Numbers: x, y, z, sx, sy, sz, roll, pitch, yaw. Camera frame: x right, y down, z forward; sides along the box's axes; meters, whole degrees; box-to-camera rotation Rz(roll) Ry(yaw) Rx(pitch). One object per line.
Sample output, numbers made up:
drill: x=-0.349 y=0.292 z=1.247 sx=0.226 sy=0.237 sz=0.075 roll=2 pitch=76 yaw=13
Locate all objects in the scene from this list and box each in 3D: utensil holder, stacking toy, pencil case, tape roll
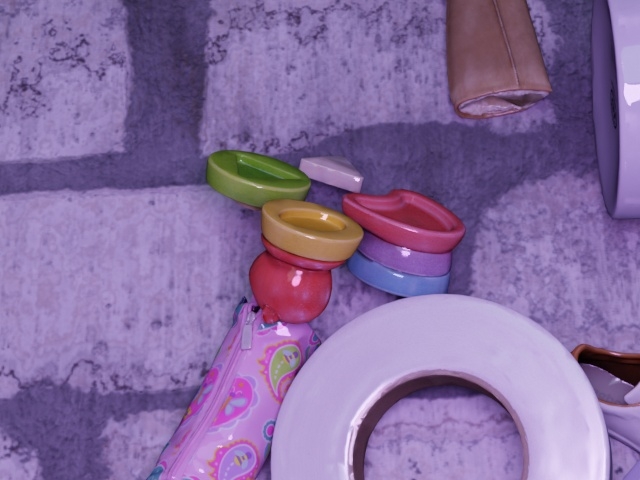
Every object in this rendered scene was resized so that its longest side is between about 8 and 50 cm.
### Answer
utensil holder: x=0.540 y=-0.184 z=1.896 sx=0.385 sy=0.327 sz=0.328 roll=-4 pitch=61 yaw=5
stacking toy: x=0.000 y=0.000 z=1.906 sx=0.309 sy=0.130 sz=0.279 roll=-1 pitch=24 yaw=-40
pencil case: x=-0.102 y=0.201 z=1.835 sx=0.124 sy=0.124 sz=0.284 roll=20 pitch=65 yaw=14
tape roll: x=0.136 y=0.255 z=1.765 sx=0.392 sy=0.072 sz=0.392 roll=-4 pitch=74 yaw=13

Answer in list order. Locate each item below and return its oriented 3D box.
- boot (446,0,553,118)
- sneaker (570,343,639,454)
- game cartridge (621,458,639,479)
boot: x=0.278 y=-0.305 z=2.112 sx=0.236 sy=0.089 sz=0.269 roll=-12 pitch=61 yaw=9
sneaker: x=0.411 y=0.205 z=1.802 sx=0.290 sy=0.123 sz=0.106 roll=20 pitch=63 yaw=13
game cartridge: x=0.419 y=0.271 z=1.690 sx=0.297 sy=0.198 sz=0.062 roll=-45 pitch=47 yaw=-3
